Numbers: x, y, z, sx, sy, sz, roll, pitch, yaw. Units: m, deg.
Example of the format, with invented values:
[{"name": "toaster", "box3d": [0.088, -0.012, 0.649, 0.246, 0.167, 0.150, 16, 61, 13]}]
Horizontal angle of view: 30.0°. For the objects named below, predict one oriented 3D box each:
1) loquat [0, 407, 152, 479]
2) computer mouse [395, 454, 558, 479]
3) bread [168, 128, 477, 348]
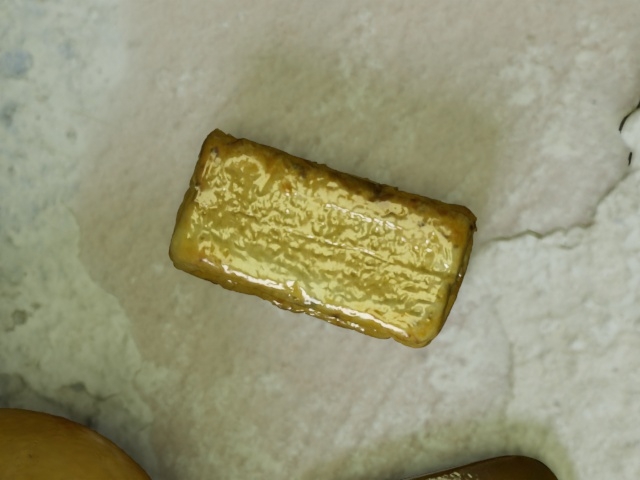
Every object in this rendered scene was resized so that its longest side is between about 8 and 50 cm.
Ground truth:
[{"name": "loquat", "box3d": [-0.216, 0.245, 0.802, 0.263, 0.263, 0.263, 1, 97, 5]}, {"name": "computer mouse", "box3d": [0.067, 0.234, 0.884, 0.245, 0.056, 0.126, -14, 96, 5]}, {"name": "bread", "box3d": [0.000, 0.000, 0.848, 0.211, 0.083, 0.114, 20, 93, 3]}]
